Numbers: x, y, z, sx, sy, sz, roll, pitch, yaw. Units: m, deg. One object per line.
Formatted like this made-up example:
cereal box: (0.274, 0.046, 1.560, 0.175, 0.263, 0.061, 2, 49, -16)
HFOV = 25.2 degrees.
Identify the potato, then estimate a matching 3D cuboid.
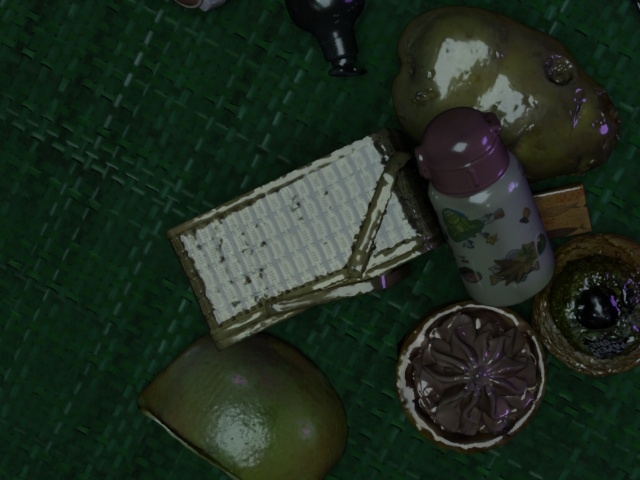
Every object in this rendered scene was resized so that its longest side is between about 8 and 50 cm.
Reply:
potato: (0.224, -0.172, 1.758, 0.296, 0.141, 0.192, 25, 100, 0)

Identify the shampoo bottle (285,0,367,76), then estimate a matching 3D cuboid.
shampoo bottle: (-0.004, -0.342, 1.800, 0.101, 0.101, 0.284, -16, 92, 10)

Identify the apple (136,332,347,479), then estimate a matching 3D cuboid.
apple: (-0.089, 0.220, 1.857, 0.265, 0.120, 0.193, 37, 88, 2)

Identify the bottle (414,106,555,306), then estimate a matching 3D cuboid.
bottle: (0.191, -0.045, 1.692, 0.120, 0.120, 0.253, -20, 127, 10)

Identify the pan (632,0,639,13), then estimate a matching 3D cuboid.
pan: (0.381, -0.319, 1.778, 0.068, 0.023, 0.115, -28, 87, 10)

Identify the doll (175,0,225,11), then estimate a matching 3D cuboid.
doll: (-0.214, -0.413, 1.817, 0.151, 0.151, 0.287, -40, 95, 10)

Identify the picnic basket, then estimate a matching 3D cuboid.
picnic basket: (0.000, 0.000, 1.764, 0.312, 0.228, 0.175, -25, 89, 11)

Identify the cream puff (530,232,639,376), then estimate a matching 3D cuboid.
cream puff: (0.346, 0.086, 1.745, 0.183, 0.169, 0.183, 1, 94, 8)

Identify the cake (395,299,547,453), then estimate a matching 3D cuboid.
cake: (0.181, 0.174, 1.778, 0.207, 0.178, 0.185, -34, 90, 13)

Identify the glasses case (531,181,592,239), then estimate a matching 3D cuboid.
glasses case: (0.255, -0.028, 1.816, 0.169, 0.041, 0.065, -12, 105, 9)
